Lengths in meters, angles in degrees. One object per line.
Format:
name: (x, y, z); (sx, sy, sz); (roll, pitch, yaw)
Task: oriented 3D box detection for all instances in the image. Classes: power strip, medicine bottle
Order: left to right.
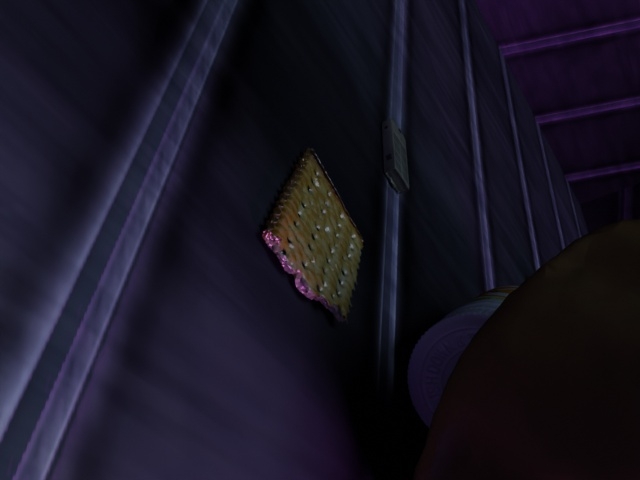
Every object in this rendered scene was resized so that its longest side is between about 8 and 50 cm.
power strip: (0.106, -0.126, 1.225); (0.051, 0.019, 0.136); (50, 28, -36)
medicine bottle: (0.225, 0.144, 1.072); (0.318, 0.158, 0.158); (-10, 80, -69)

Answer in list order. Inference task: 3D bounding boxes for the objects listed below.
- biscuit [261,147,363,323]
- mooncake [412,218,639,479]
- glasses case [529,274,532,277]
biscuit: (0.001, 0.000, 0.859); (0.144, 0.016, 0.203); (60, 22, -22)
mooncake: (0.316, 0.219, 0.811); (0.262, 0.467, 0.467); (32, -9, 43)
glasses case: (0.469, 0.136, 1.818); (0.071, 0.047, 0.205); (60, 23, -11)
